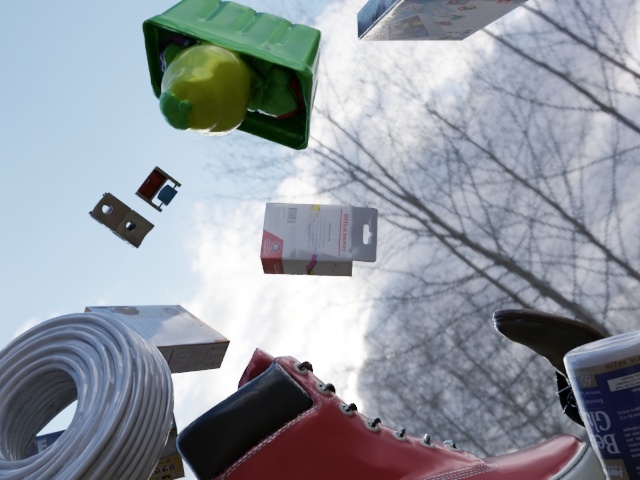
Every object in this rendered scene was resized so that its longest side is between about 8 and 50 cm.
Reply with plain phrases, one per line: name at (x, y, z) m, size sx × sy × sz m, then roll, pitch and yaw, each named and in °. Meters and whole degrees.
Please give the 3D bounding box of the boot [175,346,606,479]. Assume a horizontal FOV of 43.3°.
boot at (0.046, 0.121, 0.478) m, size 0.244 × 0.176 × 0.088 m, roll -14°, pitch -31°, yaw -36°

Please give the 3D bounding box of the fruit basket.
fruit basket at (-0.196, -0.304, 1.616) m, size 0.392 × 0.392 × 0.283 m, roll -38°, pitch -22°, yaw -24°

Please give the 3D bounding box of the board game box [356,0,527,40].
board game box at (0.180, -0.363, 1.251) m, size 0.305 × 0.193 × 0.053 m, roll -163°, pitch 72°, yaw -80°

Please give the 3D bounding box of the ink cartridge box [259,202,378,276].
ink cartridge box at (0.000, 0.000, 1.406) m, size 0.067 × 0.198 × 0.115 m, roll 85°, pitch -171°, yaw -62°

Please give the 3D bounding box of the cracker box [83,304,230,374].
cracker box at (-0.300, 0.179, 1.463) m, size 0.232 × 0.156 × 0.067 m, roll 6°, pitch -71°, yaw -54°

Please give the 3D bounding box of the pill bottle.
pill bottle at (0.281, 0.167, 0.694) m, size 0.094 × 0.169 × 0.094 m, roll -17°, pitch -7°, yaw -2°

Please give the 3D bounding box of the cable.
cable at (-0.270, 0.192, 0.812) m, size 0.257 × 0.257 × 0.089 m, roll -61°, pitch -42°, yaw -25°

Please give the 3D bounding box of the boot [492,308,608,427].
boot at (0.296, 0.157, 0.934) m, size 0.082 × 0.219 × 0.106 m, roll 99°, pitch -169°, yaw -70°

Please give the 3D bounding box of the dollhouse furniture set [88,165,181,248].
dollhouse furniture set at (-0.413, -0.093, 1.810) m, size 0.183 × 0.129 × 0.129 m, roll -55°, pitch 15°, yaw -10°

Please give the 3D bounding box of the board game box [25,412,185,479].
board game box at (-0.319, 0.313, 1.131) m, size 0.243 × 0.042 × 0.165 m, roll -11°, pitch -37°, yaw -13°
